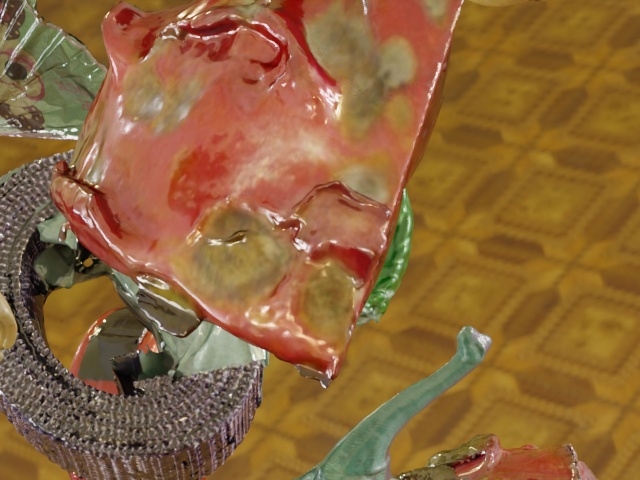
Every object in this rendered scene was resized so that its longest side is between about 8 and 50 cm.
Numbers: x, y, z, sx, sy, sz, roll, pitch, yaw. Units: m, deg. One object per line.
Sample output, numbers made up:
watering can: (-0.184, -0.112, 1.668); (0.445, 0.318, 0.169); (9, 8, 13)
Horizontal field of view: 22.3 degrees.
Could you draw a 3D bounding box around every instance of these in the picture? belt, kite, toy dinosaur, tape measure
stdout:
belt: (-0.181, 0.065, 1.447); (0.260, 0.122, 0.324); (-27, 65, -14)
kite: (-0.221, -0.143, 1.098); (0.013, 0.323, 0.268); (-50, 0, -36)
toy dinosaur: (0.084, 0.312, 1.917); (0.331, 0.383, 0.129); (-23, 33, -14)
tape measure: (-0.203, 0.203, 1.875); (0.114, 0.253, 0.260); (3, 53, 21)

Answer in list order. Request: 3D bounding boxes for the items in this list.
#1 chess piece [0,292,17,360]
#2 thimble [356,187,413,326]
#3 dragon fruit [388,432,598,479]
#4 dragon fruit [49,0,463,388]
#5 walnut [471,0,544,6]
chess piece: (-0.201, 0.014, 0.857); (0.066, 0.066, 0.122); (-28, 45, -9)
thimble: (0.000, 0.000, 1.093); (0.118, 0.130, 0.090); (-9, -9, -34)
dragon fruit: (0.154, 0.335, 1.547); (0.291, 0.269, 0.250); (-29, 46, 11)
dragon fruit: (-0.011, -0.085, 0.653); (0.134, 0.211, 0.262); (25, 11, -3)
walnut: (0.156, -0.294, 1.455); (0.144, 0.180, 0.144); (-15, 14, 4)
